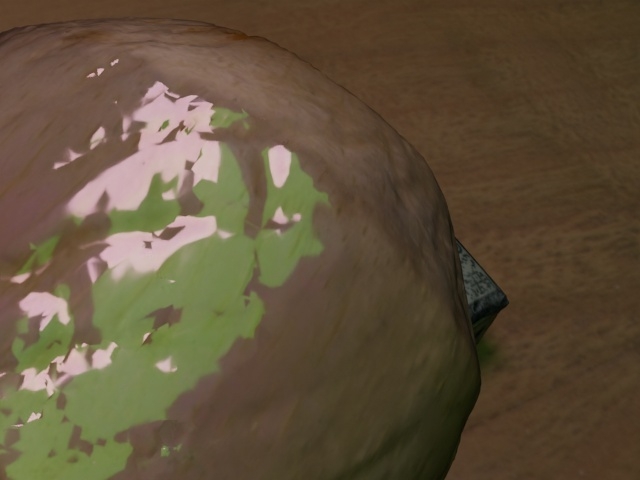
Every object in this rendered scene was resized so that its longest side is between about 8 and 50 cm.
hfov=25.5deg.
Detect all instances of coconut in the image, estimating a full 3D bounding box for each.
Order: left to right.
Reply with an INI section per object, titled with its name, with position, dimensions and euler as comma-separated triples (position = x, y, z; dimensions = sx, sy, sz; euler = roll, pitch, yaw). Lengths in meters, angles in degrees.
[coconut]
position = -0.128, 0.085, 0.745
dimensions = 0.344, 0.415, 0.415
euler = 49, 35, -29

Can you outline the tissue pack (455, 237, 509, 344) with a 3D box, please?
[tissue pack]
position = 0.000, 0.000, 1.087
dimensions = 0.185, 0.081, 0.257
euler = -25, 68, -43
